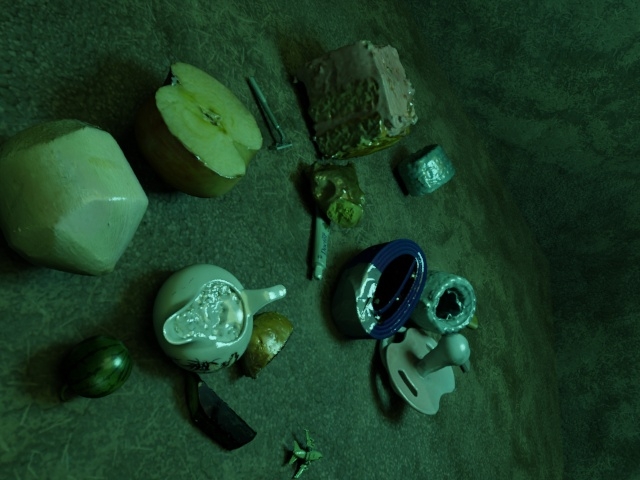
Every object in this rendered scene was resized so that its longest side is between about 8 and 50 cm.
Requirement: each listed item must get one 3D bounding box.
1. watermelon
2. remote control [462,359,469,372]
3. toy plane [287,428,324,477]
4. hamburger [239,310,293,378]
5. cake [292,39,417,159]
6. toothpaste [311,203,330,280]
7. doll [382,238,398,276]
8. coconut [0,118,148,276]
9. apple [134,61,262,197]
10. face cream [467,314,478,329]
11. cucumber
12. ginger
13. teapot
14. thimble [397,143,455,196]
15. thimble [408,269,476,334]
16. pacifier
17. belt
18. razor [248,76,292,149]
[{"bbox_3d":[-0.352,0.198,0.755,0.109,0.108,0.109,27,54,-44],"label":"watermelon"},{"bbox_3d":[0.517,0.400,1.872,0.261,0.029,0.067,58,29,-19],"label":"remote control"},{"bbox_3d":[-0.030,0.486,1.093,0.111,0.040,0.103,30,70,-40],"label":"toy plane"},{"bbox_3d":[-0.127,0.207,1.055,0.102,0.087,0.176,59,39,-18],"label":"hamburger"},{"bbox_3d":[0.137,-0.443,1.544,0.314,0.292,0.307,-21,93,-61],"label":"cake"},{"bbox_3d":[0.000,0.000,1.369,0.067,0.037,0.256,34,45,-33],"label":"toothpaste"},{"bbox_3d":[0.249,0.088,1.616,0.217,0.085,0.184,6,79,-59],"label":"doll"},{"bbox_3d":[-0.382,-0.055,0.746,0.234,0.224,0.224,61,37,-11],"label":"coconut"},{"bbox_3d":[-0.268,-0.205,0.998,0.251,0.163,0.293,43,30,-19],"label":"apple"},{"bbox_3d":[0.506,0.258,1.866,0.285,0.067,0.139,28,22,-43],"label":"face cream"},{"bbox_3d":[-0.201,0.339,0.936,0.220,0.046,0.071,53,47,-24],"label":"cucumber"},{"bbox_3d":[0.050,-0.166,1.447,0.218,0.123,0.270,36,26,-17],"label":"ginger"},{"bbox_3d":[-0.202,0.138,0.938,0.299,0.165,0.209,-21,79,-44],"label":"teapot"},{"bbox_3d":[0.414,-0.278,1.906,0.143,0.198,0.235,58,31,-14],"label":"thimble"},{"bbox_3d":[0.385,0.203,1.615,0.249,0.171,0.205,9,92,-34],"label":"thimble"},{"bbox_3d":[0.322,0.379,1.468,0.332,0.272,0.221,-17,105,-54],"label":"pacifier"},{"bbox_3d":[0.179,0.134,1.402,0.347,0.117,0.213,-48,111,-34],"label":"belt"},{"bbox_3d":[-0.145,-0.355,1.340,0.084,0.035,0.212,-34,102,-56],"label":"razor"}]
